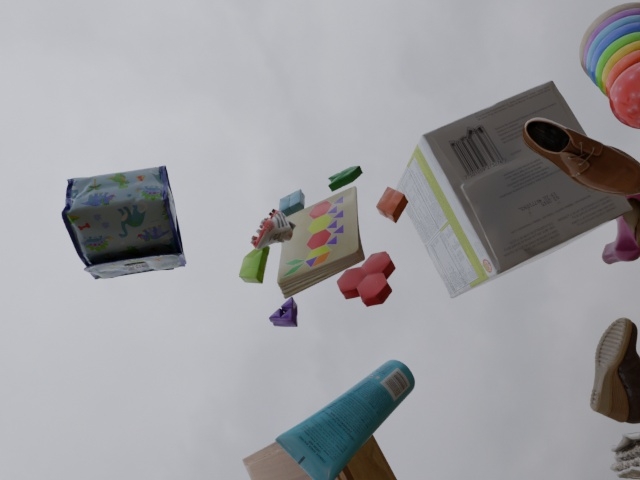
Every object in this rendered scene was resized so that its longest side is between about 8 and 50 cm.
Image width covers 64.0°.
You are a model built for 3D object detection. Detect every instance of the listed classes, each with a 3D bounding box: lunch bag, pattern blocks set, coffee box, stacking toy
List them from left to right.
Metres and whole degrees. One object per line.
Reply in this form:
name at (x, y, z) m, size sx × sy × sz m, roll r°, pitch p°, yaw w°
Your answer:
lunch bag at (-0.254, -0.010, 0.682) m, size 0.129 × 0.096 × 0.151 m, roll -8°, pitch -44°, yaw -11°
pattern blocks set at (0.000, 0.000, 0.785) m, size 0.026 × 0.286 × 0.324 m, roll 54°, pitch -149°, yaw -32°
coffee box at (0.424, -0.100, 1.223) m, size 0.338 × 0.337 × 0.334 m, roll -23°, pitch -14°, yaw -8°
stacking toy at (0.473, -0.258, 0.762) m, size 0.330 × 0.141 × 0.141 m, roll -57°, pitch -35°, yaw -52°

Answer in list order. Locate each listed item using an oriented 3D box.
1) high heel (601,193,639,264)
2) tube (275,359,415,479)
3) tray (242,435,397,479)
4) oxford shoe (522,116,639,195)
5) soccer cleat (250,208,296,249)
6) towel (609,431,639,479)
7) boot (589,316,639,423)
high heel at (0.771, -0.055, 1.255) m, size 0.244 × 0.082 × 0.117 m, roll -57°, pitch 0°, yaw -17°
tube at (0.044, 0.219, 0.643) m, size 0.207 × 0.080 × 0.052 m, roll -24°, pitch -45°, yaw -44°
tray at (-0.009, 0.412, 0.839) m, size 0.076 × 0.202 × 0.411 m, roll -19°, pitch -19°, yaw -33°
oxford shoe at (0.421, -0.134, 0.826) m, size 0.076 × 0.212 × 0.076 m, roll -10°, pitch -51°, yaw -64°
soccer cleat at (-0.048, -0.009, 0.542) m, size 0.029 × 0.036 × 0.083 m, roll -57°, pitch 4°, yaw 22°
towel at (0.446, 0.232, 0.549) m, size 0.282 × 0.187 × 0.049 m, roll 74°, pitch -161°, yaw -62°
boot at (0.763, 0.315, 1.207) m, size 0.090 × 0.207 × 0.248 m, roll -91°, pitch 12°, yaw -83°
